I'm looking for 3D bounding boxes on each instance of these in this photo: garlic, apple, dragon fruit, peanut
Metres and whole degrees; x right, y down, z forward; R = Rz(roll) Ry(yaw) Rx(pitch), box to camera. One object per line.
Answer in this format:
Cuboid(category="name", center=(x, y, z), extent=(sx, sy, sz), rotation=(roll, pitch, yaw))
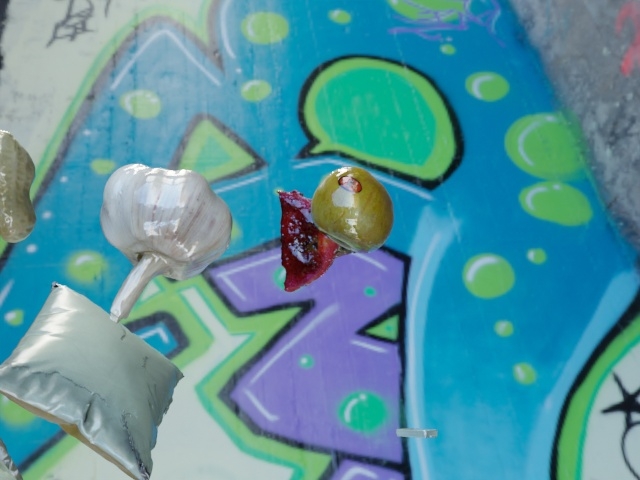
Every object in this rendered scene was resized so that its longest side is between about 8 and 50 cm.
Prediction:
Cuboid(category="garlic", center=(-0.240, 0.012, 0.968), extent=(0.199, 0.199, 0.226), rotation=(104, -174, -58))
Cuboid(category="apple", center=(0.069, -0.066, 1.425), extent=(0.155, 0.182, 0.182), rotation=(-63, 7, -9))
Cuboid(category="dragon fruit", center=(0.000, 0.000, 1.774), extent=(0.134, 0.212, 0.262), rotation=(-9, -80, -64))
Cuboid(category="peanut", center=(-0.748, -0.130, 1.654), extent=(0.125, 0.111, 0.274), rotation=(-19, -68, -54))

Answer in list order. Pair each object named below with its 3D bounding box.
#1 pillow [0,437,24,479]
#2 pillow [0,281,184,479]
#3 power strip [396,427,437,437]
Cuboid(category="pillow", center=(-0.432, 0.353, 0.740), extent=(0.310, 0.283, 0.138), rotation=(-44, -11, -40))
Cuboid(category="pillow", center=(-0.390, 0.237, 1.197), extent=(0.119, 0.312, 0.310), rotation=(-43, 18, 20))
Cuboid(category="power strip", center=(0.196, 0.392, 1.397), extent=(0.090, 0.040, 0.016), rotation=(-14, 73, 48))
